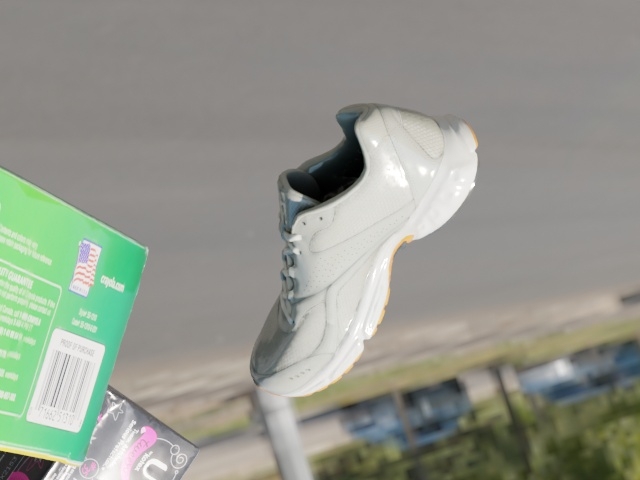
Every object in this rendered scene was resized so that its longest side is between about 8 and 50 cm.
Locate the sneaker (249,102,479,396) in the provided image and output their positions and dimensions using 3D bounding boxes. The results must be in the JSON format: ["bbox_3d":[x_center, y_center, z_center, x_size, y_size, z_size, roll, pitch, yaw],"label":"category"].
[{"bbox_3d":[0.000,0.000,1.468,0.121,0.099,0.262,18,115,-32],"label":"sneaker"}]

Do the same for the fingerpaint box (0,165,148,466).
[{"bbox_3d":[-0.350,-0.010,1.121,0.371,0.163,0.445,15,174,16],"label":"fingerpaint box"}]

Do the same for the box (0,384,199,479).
[{"bbox_3d":[-0.267,0.253,1.950,0.247,0.142,0.163,-55,-145,-6],"label":"box"}]
